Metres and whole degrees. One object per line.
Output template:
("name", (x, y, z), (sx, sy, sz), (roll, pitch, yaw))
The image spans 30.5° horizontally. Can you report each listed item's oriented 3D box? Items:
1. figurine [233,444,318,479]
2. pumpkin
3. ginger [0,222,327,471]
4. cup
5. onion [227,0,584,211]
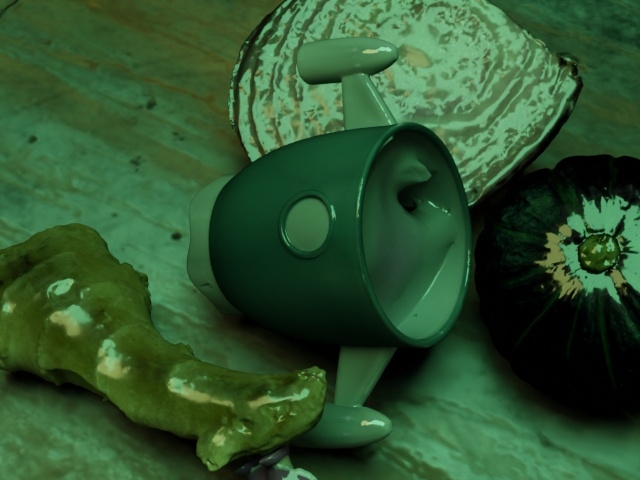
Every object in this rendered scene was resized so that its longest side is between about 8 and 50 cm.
("figurine", (-0.057, 0.218, 0.749), (0.156, 0.095, 0.115), (-28, 79, -43))
("pumpkin", (0.208, 0.030, 0.869), (0.194, 0.150, 0.194), (-5, 50, 6))
("ginger", (-0.125, 0.073, 0.838), (0.294, 0.086, 0.131), (21, 48, 23))
("cup", (0.000, 0.000, 0.860), (0.173, 0.167, 0.300), (-4, 81, 34))
("onion", (0.059, -0.109, 1.001), (0.250, 0.111, 0.247), (44, 85, 13))
